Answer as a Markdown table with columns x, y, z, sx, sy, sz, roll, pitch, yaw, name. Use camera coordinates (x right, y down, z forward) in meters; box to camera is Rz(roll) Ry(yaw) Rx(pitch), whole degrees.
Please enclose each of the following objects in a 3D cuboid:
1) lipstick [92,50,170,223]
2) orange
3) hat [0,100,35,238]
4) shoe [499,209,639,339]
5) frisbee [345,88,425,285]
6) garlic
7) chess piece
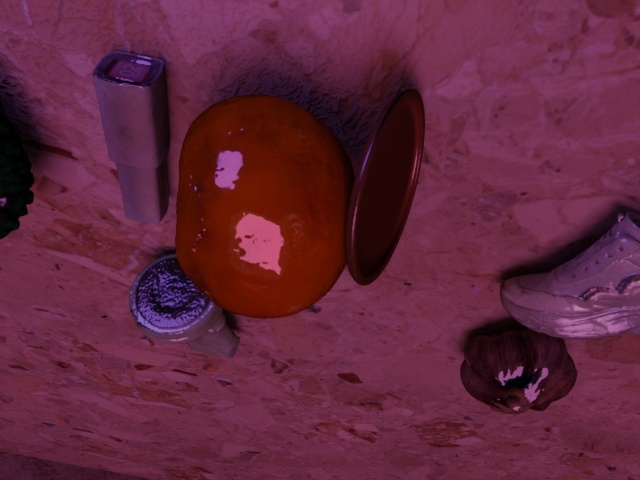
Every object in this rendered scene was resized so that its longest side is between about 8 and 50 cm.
| x | y | z | sx | sy | sz | roll | pitch | yaw | name |
| --- | --- | --- | --- | --- | --- | --- | --- | --- | --- |
| -0.260 | -0.134 | 0.662 | 0.077 | 0.079 | 0.253 | 9 | 138 | -5 | lipstick |
| -0.071 | -0.043 | 0.590 | 0.225 | 0.284 | 0.284 | -3 | 139 | -15 | orange |
| -0.592 | -0.131 | 0.639 | 0.332 | 0.242 | 0.274 | 15 | 118 | 25 | hat |
| 0.469 | 0.049 | 0.738 | 0.341 | 0.132 | 0.211 | 2 | 113 | 34 | shoe |
| 0.086 | -0.064 | 0.582 | 0.021 | 0.251 | 0.251 | 18 | 141 | 21 | frisbee |
| 0.419 | 0.286 | 0.963 | 0.244 | 0.161 | 0.245 | 3 | 136 | 3 | garlic |
| -0.268 | 0.163 | 0.947 | 0.175 | 0.176 | 0.298 | 5 | 150 | 2 | chess piece |
